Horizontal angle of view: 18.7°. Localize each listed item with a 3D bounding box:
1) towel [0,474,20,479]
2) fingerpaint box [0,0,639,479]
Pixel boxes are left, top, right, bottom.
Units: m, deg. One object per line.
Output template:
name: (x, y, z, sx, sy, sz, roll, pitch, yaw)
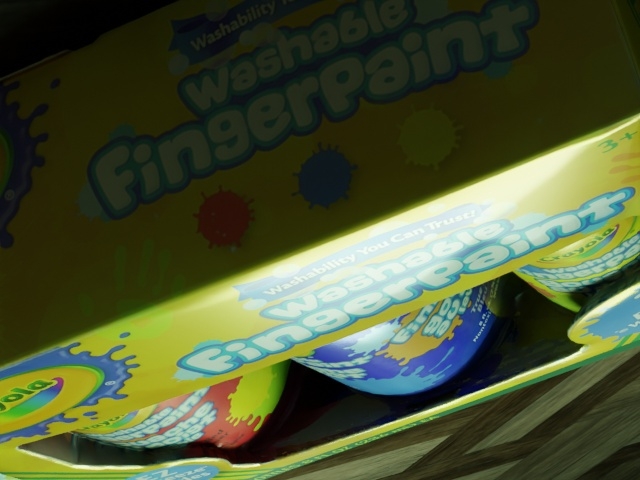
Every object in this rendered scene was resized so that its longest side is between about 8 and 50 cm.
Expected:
towel: (-0.151, 0.143, 1.564, 0.374, 0.090, 0.320, -16, 159, -27)
fingerpaint box: (0.000, 0.000, 1.098, 0.445, 0.163, 0.371, -21, 158, 16)
